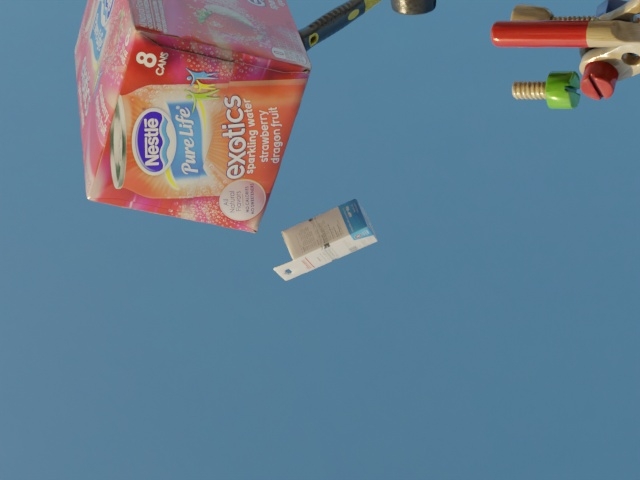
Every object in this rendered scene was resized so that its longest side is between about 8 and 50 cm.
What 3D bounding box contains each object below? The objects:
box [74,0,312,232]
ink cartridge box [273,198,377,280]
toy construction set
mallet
[{"bbox_3d":[-0.097,-0.128,1.139,0.122,0.128,0.257,12,-153,-17],"label":"box"},{"bbox_3d":[0.000,0.000,1.311,0.083,0.048,0.028,-24,-108,5],"label":"ink cartridge box"},{"bbox_3d":[0.322,-0.233,1.511,0.237,0.257,0.309,4,-148,28],"label":"toy construction set"},{"bbox_3d":[0.034,-0.171,1.226,0.039,0.062,0.190,14,-140,30],"label":"mallet"}]
